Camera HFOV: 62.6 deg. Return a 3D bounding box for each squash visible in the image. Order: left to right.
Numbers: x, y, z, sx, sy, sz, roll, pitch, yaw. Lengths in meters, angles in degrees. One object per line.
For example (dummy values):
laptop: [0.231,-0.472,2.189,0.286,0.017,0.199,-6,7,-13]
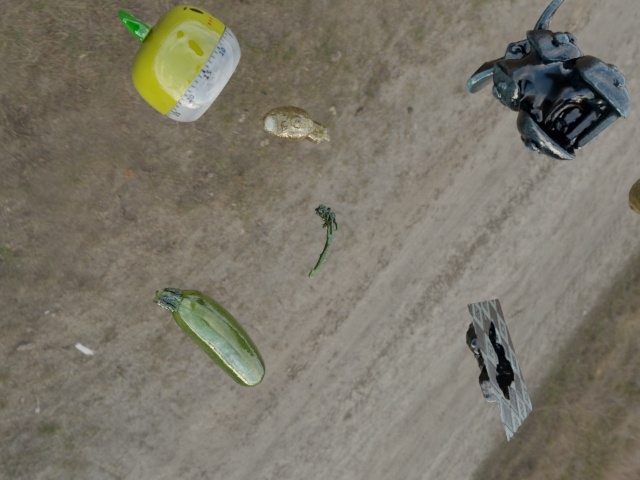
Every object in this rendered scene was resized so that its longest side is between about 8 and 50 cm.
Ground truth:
squash: [-0.149,0.137,0.771,0.066,0.066,0.252,-45,132,-17]

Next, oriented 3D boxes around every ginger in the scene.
ginger: [-0.036,-0.223,1.026,0.165,0.096,0.067,3,97,-40]

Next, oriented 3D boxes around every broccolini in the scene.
broccolini: [0.007,-0.002,1.114,0.054,0.052,0.194,53,33,-37]

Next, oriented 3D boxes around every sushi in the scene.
sushi: [0.303,0.220,0.941,0.231,0.047,0.219,6,67,-59]

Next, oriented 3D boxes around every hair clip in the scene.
hair clip: [0.370,-0.249,0.833,0.194,0.206,0.310,-48,173,28]

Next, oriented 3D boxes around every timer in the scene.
timer: [-0.355,-0.442,1.236,0.285,0.285,0.285,-16,117,-34]

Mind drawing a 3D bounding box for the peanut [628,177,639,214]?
peanut: [0.543,-0.037,0.811,0.089,0.192,0.089,-1,131,-1]
